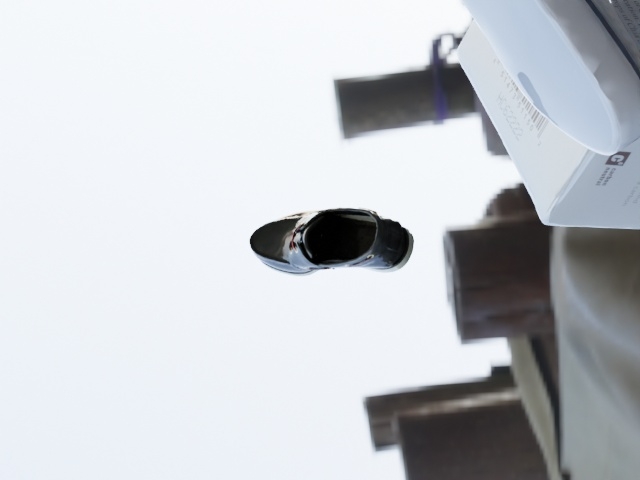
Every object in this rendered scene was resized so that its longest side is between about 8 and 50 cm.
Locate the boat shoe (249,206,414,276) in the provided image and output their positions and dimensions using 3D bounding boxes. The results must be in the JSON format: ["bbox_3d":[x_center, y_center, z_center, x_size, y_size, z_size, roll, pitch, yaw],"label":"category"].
[{"bbox_3d":[0.000,-0.002,1.103,0.133,0.042,0.049,1,-106,39],"label":"boat shoe"}]

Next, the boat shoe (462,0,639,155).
[{"bbox_3d":[0.106,-0.162,0.811,0.084,0.095,0.258,-28,-110,-10],"label":"boat shoe"}]

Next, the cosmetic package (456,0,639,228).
[{"bbox_3d":[0.381,-0.137,1.460,0.453,0.161,0.230,2,-134,-26],"label":"cosmetic package"}]
